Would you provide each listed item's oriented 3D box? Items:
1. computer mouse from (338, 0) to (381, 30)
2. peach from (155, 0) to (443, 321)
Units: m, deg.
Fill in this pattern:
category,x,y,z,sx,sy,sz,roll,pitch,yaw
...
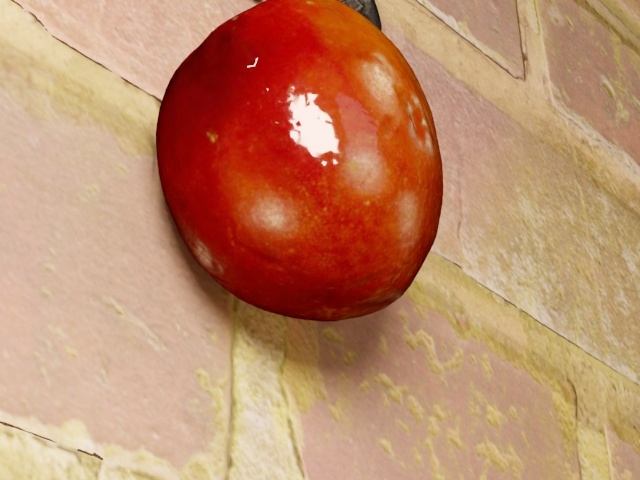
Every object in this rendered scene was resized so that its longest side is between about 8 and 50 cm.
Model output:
category,x,y,z,sx,sy,sz,roll,pitch,yaw
computer mouse,0.009,-0.202,1.236,0.105,0.062,0.192,53,33,-12
peach,-0.010,-0.054,0.984,0.243,0.200,0.243,53,24,-36
